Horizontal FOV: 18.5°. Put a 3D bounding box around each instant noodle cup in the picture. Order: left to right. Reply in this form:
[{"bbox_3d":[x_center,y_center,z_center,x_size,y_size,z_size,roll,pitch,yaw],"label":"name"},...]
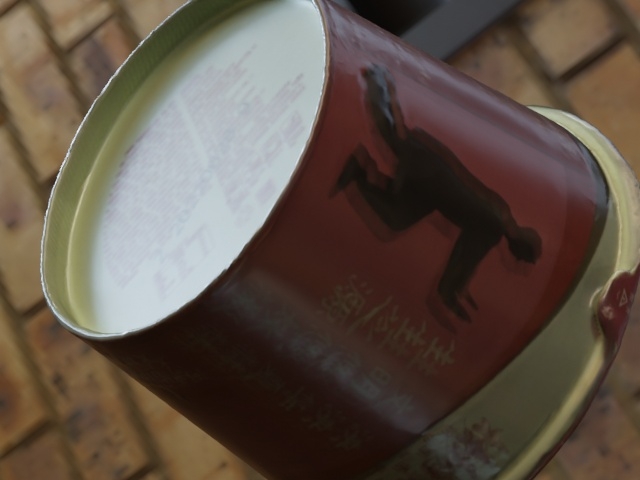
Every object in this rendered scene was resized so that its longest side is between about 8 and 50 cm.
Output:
[{"bbox_3d":[0.000,0.000,0.878,0.178,0.235,0.234,34,-156,-34],"label":"instant noodle cup"}]
